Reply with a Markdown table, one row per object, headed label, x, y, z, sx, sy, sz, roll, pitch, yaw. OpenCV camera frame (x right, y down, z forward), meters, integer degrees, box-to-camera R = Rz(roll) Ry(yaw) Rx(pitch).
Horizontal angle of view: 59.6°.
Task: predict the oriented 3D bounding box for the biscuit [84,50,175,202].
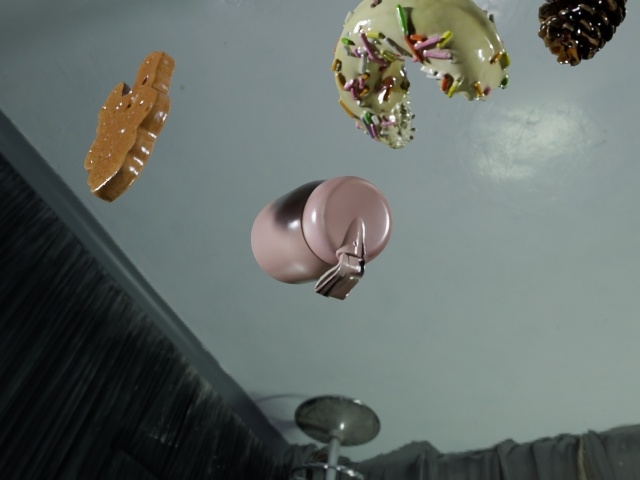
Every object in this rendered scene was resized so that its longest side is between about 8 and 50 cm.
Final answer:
| label | x | y | z | sx | sy | sz | roll | pitch | yaw |
| --- | --- | --- | --- | --- | --- | --- | --- | --- | --- |
| biscuit | -0.327 | -0.195 | 0.962 | 0.202 | 0.334 | 0.047 | -34 | 131 | 23 |

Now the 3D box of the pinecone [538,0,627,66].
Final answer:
| label | x | y | z | sx | sy | sz | roll | pitch | yaw |
| --- | --- | --- | --- | --- | --- | --- | --- | --- | --- |
| pinecone | 0.573 | -0.489 | 1.239 | 0.179 | 0.204 | 0.184 | 21 | 172 | 27 |

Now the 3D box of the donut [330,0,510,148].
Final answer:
| label | x | y | z | sx | sy | sz | roll | pitch | yaw |
| --- | --- | --- | --- | --- | --- | --- | --- | --- | --- |
| donut | 0.172 | -0.352 | 1.133 | 0.307 | 0.150 | 0.371 | 47 | 147 | -15 |

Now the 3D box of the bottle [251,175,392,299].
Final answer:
| label | x | y | z | sx | sy | sz | roll | pitch | yaw |
| --- | --- | --- | --- | --- | --- | --- | --- | --- | --- |
| bottle | 0.000 | 0.000 | 0.948 | 0.173 | 0.206 | 0.297 | 18 | 166 | -22 |
